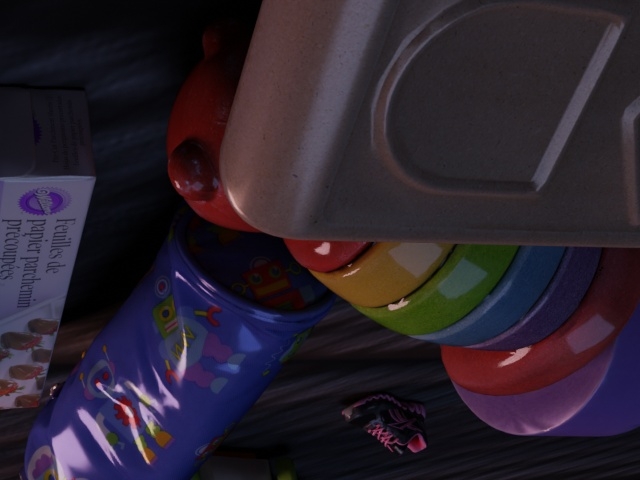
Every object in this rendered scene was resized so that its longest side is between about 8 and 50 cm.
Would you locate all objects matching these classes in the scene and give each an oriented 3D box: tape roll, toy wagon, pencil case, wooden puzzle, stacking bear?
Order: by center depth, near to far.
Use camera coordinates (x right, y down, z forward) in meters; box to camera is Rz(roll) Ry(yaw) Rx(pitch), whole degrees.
[{"bbox_3d":[0.150,-0.136,0.526,0.348,0.080,0.322,5,128,-21],"label":"wooden puzzle"},{"bbox_3d":[0.041,-0.027,0.669,0.289,0.175,0.164,22,166,-30],"label":"stacking bear"},{"bbox_3d":[-0.110,0.092,0.811,0.306,0.133,0.119,-52,170,35],"label":"pencil case"},{"bbox_3d":[0.174,0.047,0.818,0.080,0.189,0.189,6,146,-33],"label":"tape roll"},{"bbox_3d":[-0.155,0.298,1.270,0.267,0.068,0.344,-12,151,-2],"label":"toy wagon"}]

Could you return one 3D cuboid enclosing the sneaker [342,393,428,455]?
[{"bbox_3d":[0.073,0.197,1.191,0.119,0.057,0.047,17,142,-41],"label":"sneaker"}]

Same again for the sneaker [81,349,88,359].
[{"bbox_3d":[-0.114,0.091,0.915,0.175,0.064,0.067,-23,140,13],"label":"sneaker"}]

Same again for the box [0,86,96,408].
[{"bbox_3d":[-0.203,0.022,0.746,0.063,0.067,0.324,-2,151,-21],"label":"box"}]
